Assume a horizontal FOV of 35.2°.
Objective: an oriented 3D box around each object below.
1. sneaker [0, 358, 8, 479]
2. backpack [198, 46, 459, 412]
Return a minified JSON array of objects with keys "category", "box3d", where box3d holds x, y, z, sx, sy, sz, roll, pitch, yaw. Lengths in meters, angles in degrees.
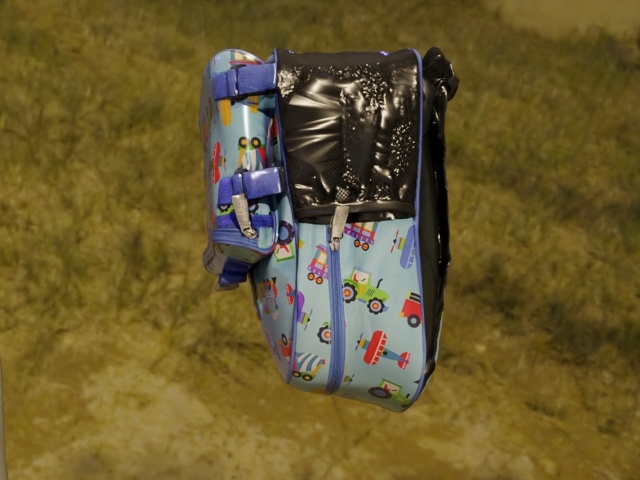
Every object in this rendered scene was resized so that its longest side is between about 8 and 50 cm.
[{"category":"sneaker","box3d":[-0.175,0.125,0.387,0.083,0.222,0.118,-18,-15,13]},{"category":"backpack","box3d":[0.000,0.000,0.510,0.117,0.173,0.158,-2,-1,-9]}]
